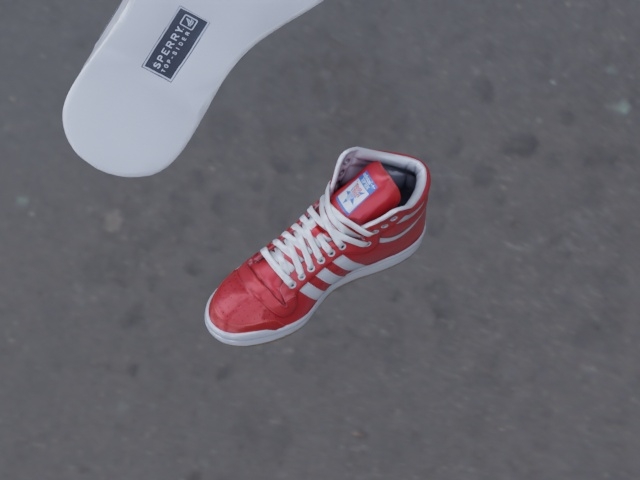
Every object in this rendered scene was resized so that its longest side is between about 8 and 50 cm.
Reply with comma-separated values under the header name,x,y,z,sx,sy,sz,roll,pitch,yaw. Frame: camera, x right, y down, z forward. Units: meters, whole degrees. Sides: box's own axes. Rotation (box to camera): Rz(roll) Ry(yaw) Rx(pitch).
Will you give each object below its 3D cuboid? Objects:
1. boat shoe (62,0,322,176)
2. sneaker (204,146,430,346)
name,x,y,z,sx,sy,sz,roll,pitch,yaw
boat shoe,-0.056,-0.163,1.024,0.301,0.108,0.102,-50,17,39
sneaker,0.000,0.000,0.753,0.118,0.067,0.042,-31,67,-22
